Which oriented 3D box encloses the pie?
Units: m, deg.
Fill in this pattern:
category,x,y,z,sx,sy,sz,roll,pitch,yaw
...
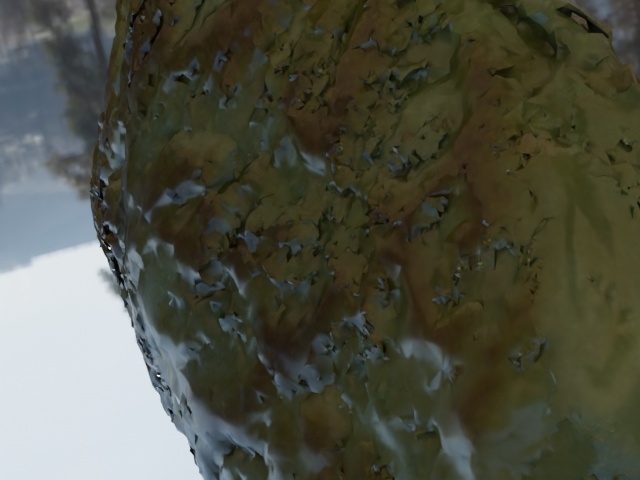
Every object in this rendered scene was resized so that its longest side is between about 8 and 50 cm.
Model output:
category,x,y,z,sx,sy,sz,roll,pitch,yaw
pie,0.004,0.025,0.615,0.180,0.395,0.418,-1,-138,-25
